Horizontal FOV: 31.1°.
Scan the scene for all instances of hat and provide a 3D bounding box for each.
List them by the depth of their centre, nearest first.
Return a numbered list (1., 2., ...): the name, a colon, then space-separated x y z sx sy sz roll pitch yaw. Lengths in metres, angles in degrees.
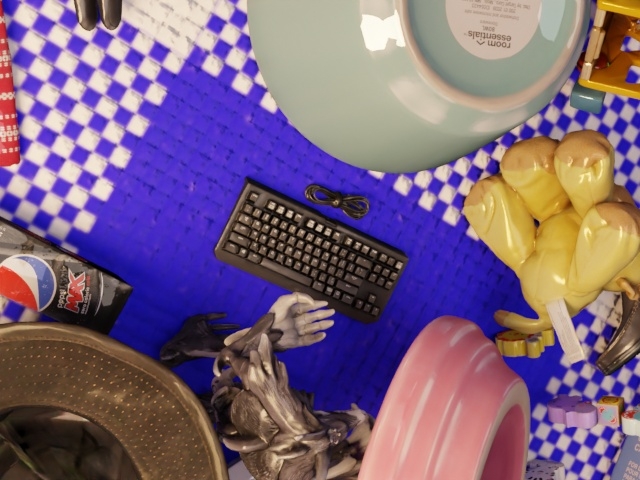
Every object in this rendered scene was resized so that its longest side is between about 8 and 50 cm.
1. hat: -0.223 0.203 0.922 0.331 0.134 0.331 0 103 1

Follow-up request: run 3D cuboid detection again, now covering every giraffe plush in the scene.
1. giraffe plush: 0.265 -0.002 1.107 0.170 0.181 0.210 -11 92 -43

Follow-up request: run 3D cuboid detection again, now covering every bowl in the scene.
1. bowl: 0.107 -0.206 0.991 0.312 0.163 0.311 -4 99 -22

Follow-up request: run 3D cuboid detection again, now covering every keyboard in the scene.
1. keyboard: 0.000 0.000 1.055 0.180 0.023 0.108 25 88 -26

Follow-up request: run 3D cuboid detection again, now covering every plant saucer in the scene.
1. plant saucer: 0.112 0.234 0.998 0.332 0.084 0.332 11 90 -70

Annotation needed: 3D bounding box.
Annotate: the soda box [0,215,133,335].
1. soda box: -0.240 0.020 0.932 0.169 0.060 0.053 29 88 -25

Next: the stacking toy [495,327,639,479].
1. stacking toy: 0.283 0.170 1.115 0.052 0.221 0.166 -28 113 -54

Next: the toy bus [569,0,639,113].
1. toy bus: 0.303 -0.214 1.047 0.104 0.191 0.202 17 92 14

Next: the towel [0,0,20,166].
1. towel: -0.342 -0.179 0.872 0.199 0.031 0.274 -11 105 -24

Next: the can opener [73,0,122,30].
1. can opener: -0.186 -0.260 0.915 0.073 0.059 0.186 -22 120 -46

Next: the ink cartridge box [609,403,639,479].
1. ink cartridge box: 0.421 0.303 1.152 0.151 0.270 0.395 24 89 -30

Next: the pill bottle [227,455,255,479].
1. pill bottle: -0.025 0.265 1.028 0.094 0.094 0.169 -32 86 -16

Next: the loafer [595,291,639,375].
1. loafer: 0.338 0.066 1.202 0.061 0.062 0.170 39 88 15

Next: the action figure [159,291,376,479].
1. action figure: -0.029 0.125 0.922 0.141 0.276 0.164 -21 106 -22
